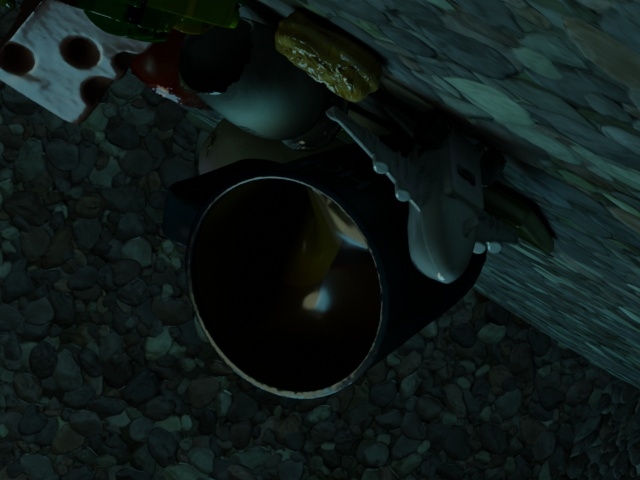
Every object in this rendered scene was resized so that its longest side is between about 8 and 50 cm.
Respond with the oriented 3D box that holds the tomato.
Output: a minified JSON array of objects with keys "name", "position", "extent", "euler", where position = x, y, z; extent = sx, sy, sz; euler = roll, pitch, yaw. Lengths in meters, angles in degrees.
[{"name":"tomato","position":[-0.145,-0.229,1.625],"extent":[0.139,0.091,0.159],"euler":[40,-151,18]}]

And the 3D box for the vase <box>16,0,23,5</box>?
[{"name":"vase","position":[-0.414,-0.374,2.057],"extent":[0.115,0.115,0.237],"euler":[32,-177,-30]}]

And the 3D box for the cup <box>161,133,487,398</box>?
[{"name":"cup","position":[0.007,0.017,1.517],"extent":[0.307,0.242,0.292],"euler":[-9,-171,33]}]

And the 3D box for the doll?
[{"name":"doll","position":[-0.148,-0.230,1.218],"extent":[0.134,0.106,0.186],"euler":[21,-170,31]}]

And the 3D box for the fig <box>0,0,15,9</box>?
[{"name":"fig","position":[-0.601,-0.445,1.955],"extent":[0.314,0.233,0.233],"euler":[3,-178,-6]}]

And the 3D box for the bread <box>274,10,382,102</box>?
[{"name":"bread","position":[0.007,-0.171,1.258],"extent":[0.110,0.044,0.083],"euler":[34,177,-4]}]

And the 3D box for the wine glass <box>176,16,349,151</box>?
[{"name":"wine glass","position":[-0.057,-0.165,1.421],"extent":[0.111,0.111,0.204],"euler":[30,-178,33]}]

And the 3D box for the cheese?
[{"name":"cheese","position":[-0.225,-0.245,1.374],"extent":[0.128,0.203,0.177],"euler":[34,158,-20]}]

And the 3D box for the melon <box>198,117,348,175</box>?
[{"name":"melon","position":[-0.028,-0.069,1.984],"extent":[0.317,0.223,0.223],"euler":[31,179,-23]}]

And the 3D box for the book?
[{"name":"book","position":[0.130,-0.091,1.724],"extent":[0.352,0.035,0.239],"euler":[30,180,19]}]

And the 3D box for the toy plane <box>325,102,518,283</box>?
[{"name":"toy plane","position":[0.119,-0.050,1.332],"extent":[0.251,0.101,0.255],"euler":[33,-154,-22]}]
